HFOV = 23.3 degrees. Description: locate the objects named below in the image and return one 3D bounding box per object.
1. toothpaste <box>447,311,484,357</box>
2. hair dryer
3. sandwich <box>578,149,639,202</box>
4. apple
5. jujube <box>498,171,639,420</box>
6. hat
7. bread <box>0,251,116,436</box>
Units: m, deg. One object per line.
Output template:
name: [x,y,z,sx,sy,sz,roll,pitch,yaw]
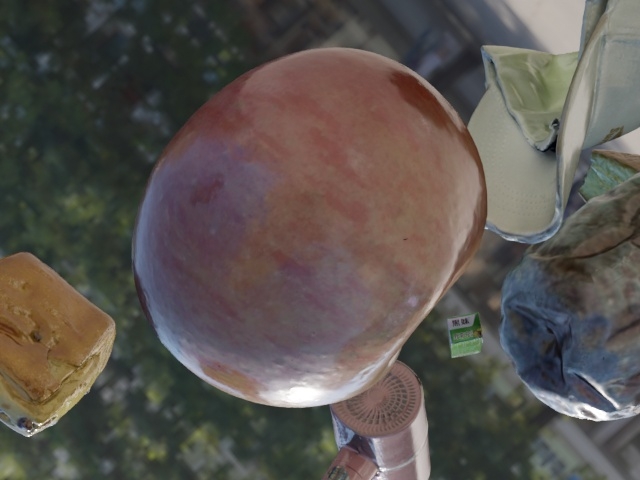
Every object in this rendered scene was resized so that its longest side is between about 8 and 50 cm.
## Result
toothpaste: [0.188,0.124,2.016,0.178,0.043,0.037,63,-162,-79]
hair dryer: [0.022,0.343,2.042,0.125,0.352,0.210,24,149,24]
sandwich: [0.465,-0.038,2.066,0.235,0.122,0.128,12,-150,1]
apple: [0.000,0.000,1.384,0.269,0.345,0.345,49,-175,23]
jujube: [0.345,0.051,1.662,0.226,0.317,0.226,42,149,32]
hat: [0.270,-0.130,1.565,0.168,0.301,0.258,23,157,-16]
bread: [-0.362,0.114,1.904,0.210,0.099,0.235,41,-151,1]
